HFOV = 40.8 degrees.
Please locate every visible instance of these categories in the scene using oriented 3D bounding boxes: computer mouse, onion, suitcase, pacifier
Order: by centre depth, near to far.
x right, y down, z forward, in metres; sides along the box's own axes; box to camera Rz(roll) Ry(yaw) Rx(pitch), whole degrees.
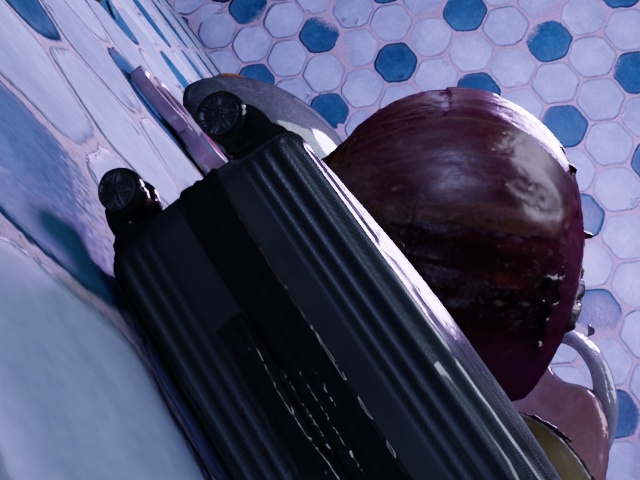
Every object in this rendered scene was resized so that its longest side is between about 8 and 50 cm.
[{"bbox_3d":[0.021,0.083,0.459,0.312,0.128,0.202,56,4,23],"label":"suitcase"},{"bbox_3d":[0.064,0.003,0.868,0.385,0.348,0.348,15,2,2],"label":"onion"},{"bbox_3d":[0.220,0.238,1.062,0.332,0.273,0.221,-123,-158,-64],"label":"pacifier"},{"bbox_3d":[-0.031,-0.134,1.262,0.373,0.114,0.203,29,18,-34],"label":"computer mouse"}]

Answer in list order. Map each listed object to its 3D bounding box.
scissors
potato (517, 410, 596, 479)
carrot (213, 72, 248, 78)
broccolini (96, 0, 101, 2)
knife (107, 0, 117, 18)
[{"bbox_3d":[-0.136,-0.104,1.010,0.242,0.030,0.118,52,4,9],"label":"scissors"},{"bbox_3d":[0.176,0.272,0.863,0.202,0.117,0.182,56,-36,13],"label":"potato"},{"bbox_3d":[-0.112,-0.196,1.500,0.225,0.159,0.159,41,9,-27],"label":"carrot"},{"bbox_3d":[-0.316,-0.356,1.016,0.052,0.054,0.194,34,-9,28],"label":"broccolini"},{"bbox_3d":[-0.307,-0.342,1.269,0.014,0.005,0.091,50,6,-35],"label":"knife"}]
